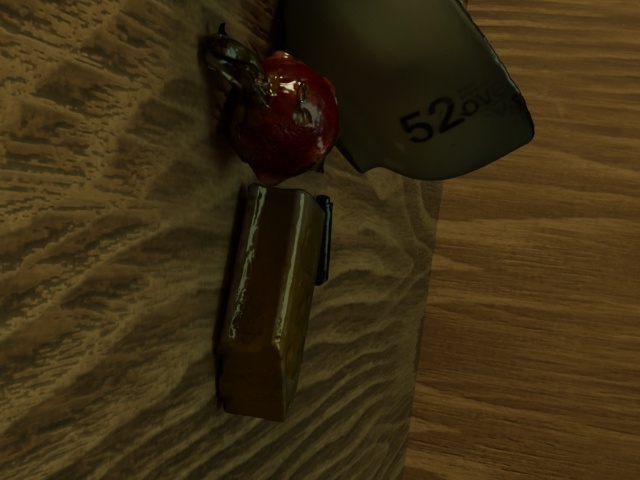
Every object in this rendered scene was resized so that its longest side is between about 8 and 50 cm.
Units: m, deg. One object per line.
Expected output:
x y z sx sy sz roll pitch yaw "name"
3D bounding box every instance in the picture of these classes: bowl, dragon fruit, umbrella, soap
0.069 -0.201 1.539 0.185 0.354 0.354 -38 165 0 "bowl"
-0.057 -0.143 1.346 0.125 0.125 0.246 -64 147 -17 "dragon fruit"
0.000 0.000 1.907 0.036 0.031 0.133 -123 -144 -72 "umbrella"
-0.058 0.076 1.527 0.160 0.080 0.258 46 53 -76 "soap"

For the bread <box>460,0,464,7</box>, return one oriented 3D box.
0.086 -0.384 1.586 0.316 0.054 0.316 58 1 -1 "bread"
